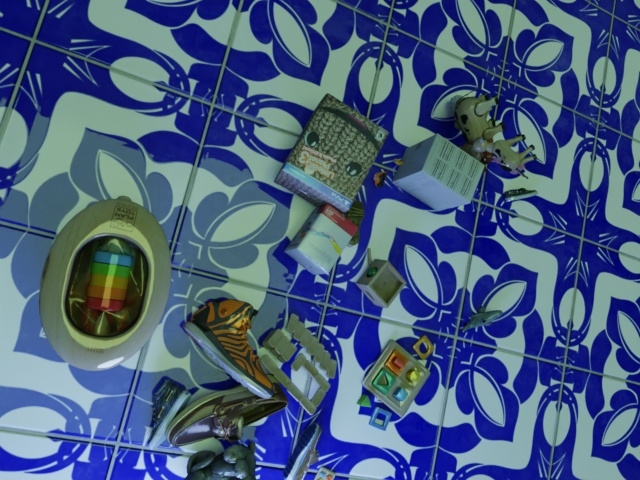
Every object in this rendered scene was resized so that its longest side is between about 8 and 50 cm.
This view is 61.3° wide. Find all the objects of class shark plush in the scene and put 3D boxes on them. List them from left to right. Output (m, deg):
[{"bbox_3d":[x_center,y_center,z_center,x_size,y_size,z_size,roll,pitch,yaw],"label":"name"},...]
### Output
[{"bbox_3d":[0.553,0.272,1.876,0.162,0.067,0.073,-8,88,-22],"label":"shark plush"}]

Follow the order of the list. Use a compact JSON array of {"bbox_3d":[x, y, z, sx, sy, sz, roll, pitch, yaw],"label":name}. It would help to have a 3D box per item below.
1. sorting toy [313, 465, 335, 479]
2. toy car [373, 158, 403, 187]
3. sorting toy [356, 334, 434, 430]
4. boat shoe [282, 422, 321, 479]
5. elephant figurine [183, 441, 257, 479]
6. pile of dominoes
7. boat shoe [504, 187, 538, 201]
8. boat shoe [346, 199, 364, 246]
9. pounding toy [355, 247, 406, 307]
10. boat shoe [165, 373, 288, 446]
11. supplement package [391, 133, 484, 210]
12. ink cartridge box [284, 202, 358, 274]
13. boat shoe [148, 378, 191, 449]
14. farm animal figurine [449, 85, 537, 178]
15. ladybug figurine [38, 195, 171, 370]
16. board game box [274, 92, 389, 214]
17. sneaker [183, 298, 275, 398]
[{"bbox_3d":[0.022,0.736,1.650,0.083,0.012,0.062,33,74,-15],"label":"sorting toy"},{"bbox_3d":[0.222,-0.227,1.816,0.122,0.060,0.041,-36,54,-28],"label":"toy car"},{"bbox_3d":[0.255,0.447,1.752,0.196,0.047,0.347,42,71,-13],"label":"sorting toy"},{"bbox_3d":[-0.042,0.636,1.612,0.066,0.066,0.183,34,84,-20],"label":"boat shoe"},{"bbox_3d":[-0.302,0.645,1.464,0.240,0.186,0.169,-19,55,3],"label":"elephant figurine"},{"bbox_3d":[-0.066,0.370,1.633,0.251,0.040,0.196,50,50,-11],"label":"pile of dominoes"},{"bbox_3d":[0.748,-0.176,2.008,0.142,0.049,0.040,-13,89,-20],"label":"boat shoe"},{"bbox_3d":[0.107,-0.055,1.749,0.056,0.048,0.152,8,75,-13],"label":"boat shoe"},{"bbox_3d":[0.185,0.119,1.741,0.130,0.100,0.141,-49,113,-18],"label":"pounding toy"},{"bbox_3d":[-0.248,0.489,1.488,0.342,0.123,0.123,-17,131,-27],"label":"boat shoe"},{"bbox_3d":[0.388,-0.220,1.790,0.203,0.194,0.149,29,75,-17],"label":"supplement package"},{"bbox_3d":[0.000,0.000,1.651,0.127,0.128,0.176,38,72,-14],"label":"ink cartridge box"},{"bbox_3d":[-0.432,0.473,1.476,0.083,0.065,0.183,32,89,15],"label":"boat shoe"},{"bbox_3d":[0.540,-0.343,1.811,0.172,0.330,0.326,-26,99,-2],"label":"farm animal figurine"},{"bbox_3d":[-0.551,0.106,1.404,0.306,0.162,0.448,15,80,-19],"label":"ladybug figurine"},{"bbox_3d":[0.033,-0.258,1.669,0.232,0.141,0.290,30,75,-9],"label":"board game box"},{"bbox_3d":[-0.213,0.279,1.503,0.321,0.124,0.180,41,68,11],"label":"sneaker"}]
